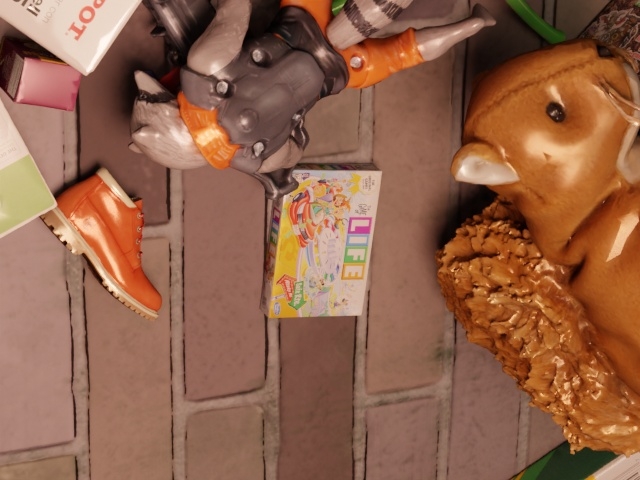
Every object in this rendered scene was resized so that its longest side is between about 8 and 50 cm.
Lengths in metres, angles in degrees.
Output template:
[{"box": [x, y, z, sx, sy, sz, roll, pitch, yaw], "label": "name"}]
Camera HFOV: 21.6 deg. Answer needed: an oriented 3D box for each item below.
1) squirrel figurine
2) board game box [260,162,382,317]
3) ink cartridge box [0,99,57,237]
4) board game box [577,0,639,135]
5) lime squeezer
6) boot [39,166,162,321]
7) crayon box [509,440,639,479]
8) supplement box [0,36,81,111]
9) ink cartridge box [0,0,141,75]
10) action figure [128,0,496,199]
[{"box": [0.255, 0.006, 1.577, 0.370, 0.281, 0.397, 35, 127, -14], "label": "squirrel figurine"}, {"box": [0.000, 0.000, 1.664, 0.103, 0.026, 0.154, -1, 109, -24], "label": "board game box"}, {"box": [-0.355, -0.093, 1.454, 0.171, 0.056, 0.235, -30, 122, -11], "label": "ink cartridge box"}, {"box": [0.443, -0.207, 1.718, 0.291, 0.141, 0.232, -48, 120, -1], "label": "board game box"}, {"box": [0.111, -0.241, 1.619, 0.310, 0.059, 0.110, -3, 142, -24], "label": "lime squeezer"}, {"box": [-0.184, 0.005, 1.568, 0.084, 0.059, 0.158, -43, 119, -10], "label": "boot"}, {"box": [0.243, 0.371, 1.880, 0.323, 0.083, 0.203, -32, 119, -11], "label": "crayon box"}, {"box": [-0.248, -0.146, 1.465, 0.055, 0.083, 0.043, 8, 106, -28], "label": "supplement box"}, {"box": [-0.244, -0.290, 1.354, 0.273, 0.115, 0.198, 34, 93, -13], "label": "ink cartridge box"}, {"box": [-0.051, -0.197, 1.476, 0.330, 0.178, 0.341, -41, 115, -3], "label": "action figure"}]
